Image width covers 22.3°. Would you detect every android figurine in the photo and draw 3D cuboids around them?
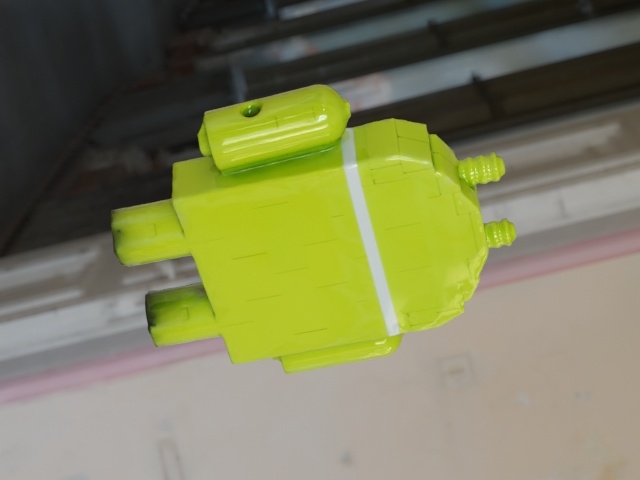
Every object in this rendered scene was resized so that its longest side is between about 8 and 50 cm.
[{"bbox_3d":[0.000,0.000,1.137,0.056,0.273,0.248,-96,171,-48],"label":"android figurine"}]
